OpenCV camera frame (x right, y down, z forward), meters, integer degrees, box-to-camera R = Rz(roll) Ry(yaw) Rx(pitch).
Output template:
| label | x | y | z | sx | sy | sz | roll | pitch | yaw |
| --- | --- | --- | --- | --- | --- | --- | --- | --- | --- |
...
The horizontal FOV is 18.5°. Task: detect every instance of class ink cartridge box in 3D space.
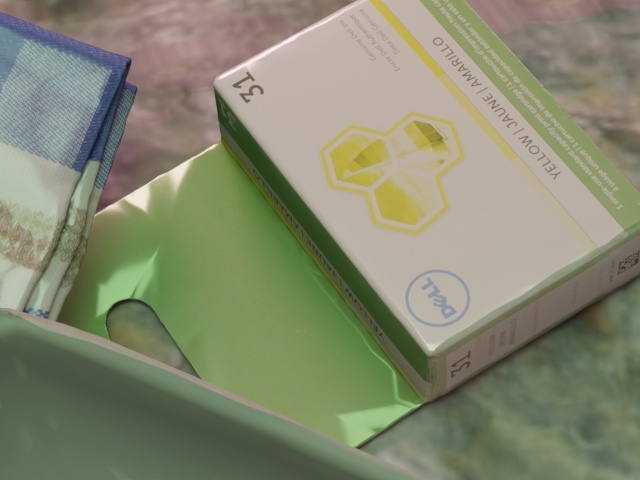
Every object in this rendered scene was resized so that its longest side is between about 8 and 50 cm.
| label | x | y | z | sx | sy | sz | roll | pitch | yaw |
| --- | --- | --- | --- | --- | --- | --- | --- | --- | --- |
| ink cartridge box | 0.000 | 0.000 | 0.848 | 0.235 | 0.056 | 0.171 | -30 | 62 | -16 |

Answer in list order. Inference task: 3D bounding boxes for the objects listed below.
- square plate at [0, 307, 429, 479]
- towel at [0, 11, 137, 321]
| label | x | y | z | sx | sy | sz | roll | pitch | yaw |
| --- | --- | --- | --- | --- | --- | --- | --- | --- | --- |
| square plate | 0.012 | 0.227 | 0.468 | 0.347 | 0.049 | 0.344 | 22 | 95 | -12 |
| towel | -0.211 | 0.017 | 0.811 | 0.209 | 0.034 | 0.285 | 20 | 69 | -6 |
